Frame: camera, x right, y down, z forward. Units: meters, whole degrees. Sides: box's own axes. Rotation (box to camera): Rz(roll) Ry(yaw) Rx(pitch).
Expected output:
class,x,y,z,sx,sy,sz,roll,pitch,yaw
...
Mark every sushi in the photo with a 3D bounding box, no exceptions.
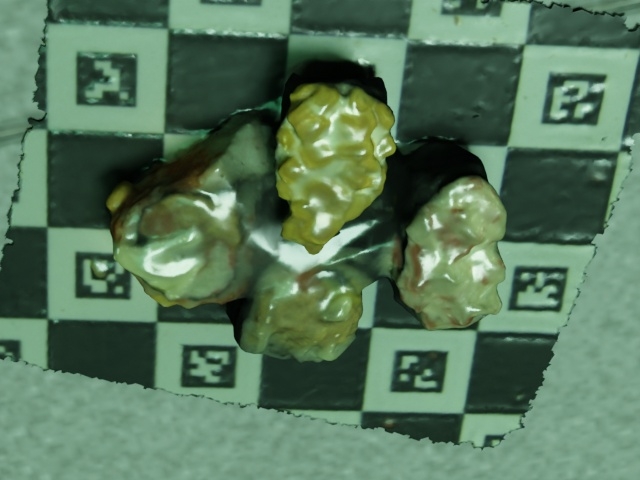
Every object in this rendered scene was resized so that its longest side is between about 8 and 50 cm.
class,x,y,z,sx,sy,sz,roll,pitch,yaw
sushi,0.000,0.000,0.593,0.210,0.040,0.192,10,123,-11
